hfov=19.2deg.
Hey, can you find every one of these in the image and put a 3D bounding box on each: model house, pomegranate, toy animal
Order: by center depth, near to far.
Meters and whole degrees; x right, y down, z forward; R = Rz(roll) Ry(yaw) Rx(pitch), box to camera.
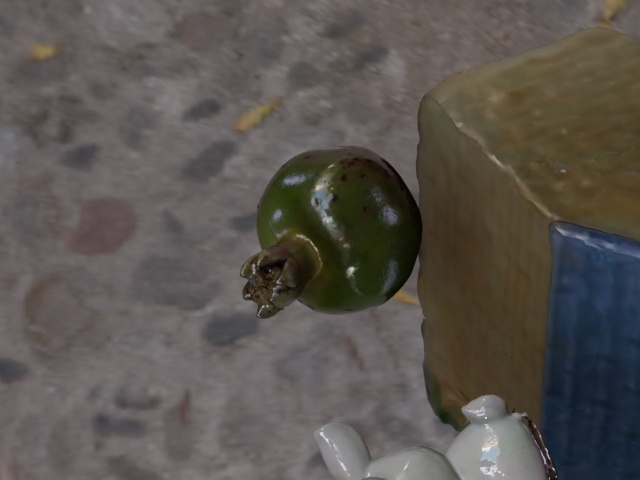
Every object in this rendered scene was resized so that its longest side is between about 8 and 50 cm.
[{"bbox_3d":[0.065,0.137,1.052,0.124,0.071,0.085,-18,122,-10],"label":"toy animal"},{"bbox_3d":[0.000,0.000,1.233,0.114,0.142,0.115,20,126,31],"label":"pomegranate"},{"bbox_3d":[0.306,0.036,1.390,0.382,0.335,0.342,-23,45,-21],"label":"model house"}]
